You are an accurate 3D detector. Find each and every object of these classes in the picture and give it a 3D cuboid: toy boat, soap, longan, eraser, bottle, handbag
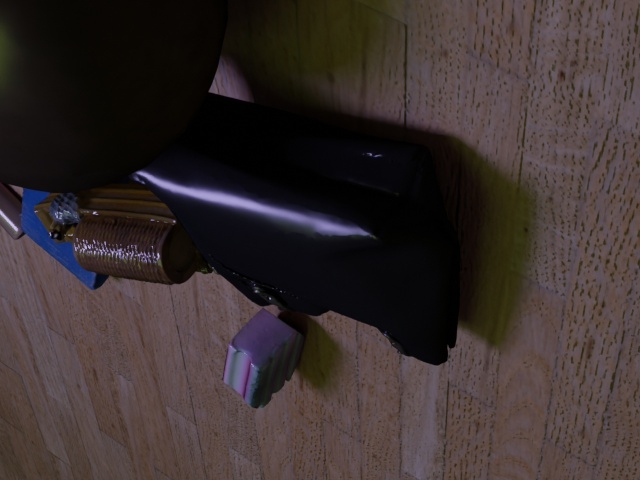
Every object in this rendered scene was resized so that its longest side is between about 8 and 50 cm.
[{"bbox_3d":[-0.209,-0.006,1.685,0.310,0.115,0.089,6,139,30],"label":"toy boat"},{"bbox_3d":[-0.069,0.143,1.764,0.056,0.100,0.149,38,151,15],"label":"soap"},{"bbox_3d":[-0.262,-0.235,1.291,0.404,0.336,0.404,58,-174,-9],"label":"longan"},{"bbox_3d":[-0.320,-0.055,1.880,0.144,0.042,0.312,38,151,9],"label":"eraser"},{"bbox_3d":[-0.443,-0.049,2.041,0.096,0.045,0.045,47,151,0],"label":"bottle"},{"bbox_3d":[0.000,0.000,1.458,0.342,0.152,0.288,18,150,30],"label":"handbag"}]
